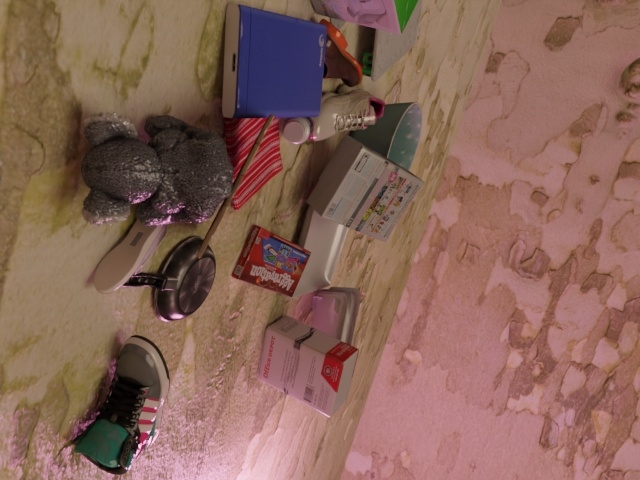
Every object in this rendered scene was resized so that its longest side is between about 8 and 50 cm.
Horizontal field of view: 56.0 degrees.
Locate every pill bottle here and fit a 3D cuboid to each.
[{"bbox_3d":[-0.055,-0.269,1.454,0.120,0.067,0.067,-70,174,-71],"label":"pill bottle"}]

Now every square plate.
[{"bbox_3d":[0.000,0.000,1.917,0.347,0.049,0.344,-8,117,-67],"label":"square plate"}]

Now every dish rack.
[{"bbox_3d":[0.020,0.314,2.013,0.285,0.072,0.333,-6,-108,66],"label":"dish rack"}]

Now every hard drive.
[{"bbox_3d":[-0.090,-0.370,1.284,0.318,0.040,0.210,-20,119,-57],"label":"hard drive"}]

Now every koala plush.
[{"bbox_3d":[-0.276,-0.113,0.961,0.221,0.203,0.196,2,98,-48],"label":"koala plush"}]

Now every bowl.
[{"bbox_3d":[0.200,-0.316,1.957,0.311,0.163,0.312,-51,153,-38],"label":"bowl"}]

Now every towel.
[{"bbox_3d":[-0.147,-0.226,1.367,0.199,0.031,0.275,-49,152,-41],"label":"towel"}]

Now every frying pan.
[{"bbox_3d":[-0.297,0.063,1.247,0.197,0.053,0.326,-63,162,-18],"label":"frying pan"}]

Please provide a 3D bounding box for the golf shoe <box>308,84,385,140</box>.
[{"bbox_3d":[0.072,-0.347,1.647,0.306,0.140,0.115,-45,150,-45],"label":"golf shoe"}]

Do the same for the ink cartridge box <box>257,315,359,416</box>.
[{"bbox_3d":[-0.042,0.379,1.842,0.114,0.272,0.197,-26,133,-58],"label":"ink cartridge box"}]

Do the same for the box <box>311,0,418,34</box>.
[{"bbox_3d":[0.080,-0.599,1.297,0.127,0.231,0.262,-64,159,-11],"label":"box"}]

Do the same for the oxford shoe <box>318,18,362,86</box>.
[{"bbox_3d":[0.029,-0.454,1.538,0.098,0.097,0.271,-50,155,3],"label":"oxford shoe"}]

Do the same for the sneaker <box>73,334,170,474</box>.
[{"bbox_3d":[-0.394,0.342,1.168,0.178,0.123,0.296,-53,156,-59],"label":"sneaker"}]

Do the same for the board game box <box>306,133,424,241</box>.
[{"bbox_3d":[0.135,-0.143,1.752,0.303,0.097,0.224,21,106,-44],"label":"board game box"}]

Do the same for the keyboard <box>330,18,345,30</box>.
[{"bbox_3d":[0.089,-0.645,1.592,0.256,0.014,0.072,-57,151,-31],"label":"keyboard"}]

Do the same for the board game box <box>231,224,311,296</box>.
[{"bbox_3d":[-0.125,0.062,1.629,0.281,0.027,0.145,28,86,-60],"label":"board game box"}]

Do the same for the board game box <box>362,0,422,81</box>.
[{"bbox_3d":[0.228,-0.723,1.783,0.390,0.050,0.390,-51,153,-46],"label":"board game box"}]

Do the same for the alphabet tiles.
[{"bbox_3d":[-0.162,-0.113,1.162,0.285,0.011,0.342,-61,-170,6],"label":"alphabet tiles"}]

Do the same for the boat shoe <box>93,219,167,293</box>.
[{"bbox_3d":[-0.339,0.028,1.092,0.063,0.066,0.184,79,27,-53],"label":"boat shoe"}]
